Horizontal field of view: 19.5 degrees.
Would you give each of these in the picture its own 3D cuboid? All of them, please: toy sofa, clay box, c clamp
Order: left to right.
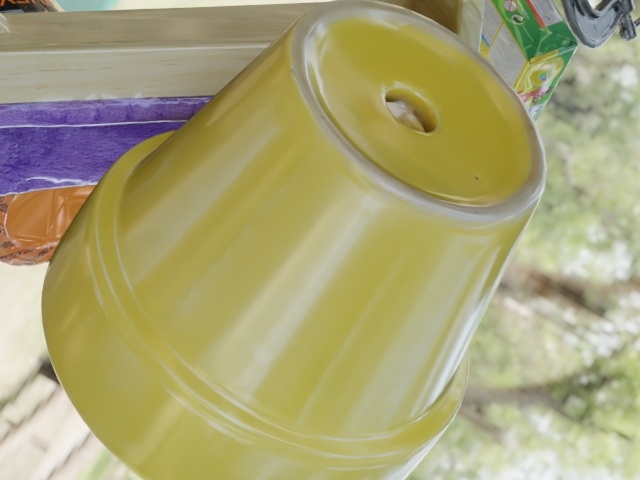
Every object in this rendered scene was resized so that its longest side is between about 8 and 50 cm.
[{"bbox_3d":[-0.083,-0.092,1.203,0.150,0.363,0.177,-121,-150,-62],"label":"toy sofa"},{"bbox_3d":[0.136,-0.151,1.551,0.053,0.127,0.222,-23,162,-17],"label":"clay box"},{"bbox_3d":[0.186,-0.203,1.290,0.022,0.160,0.137,-6,-151,36],"label":"c clamp"}]

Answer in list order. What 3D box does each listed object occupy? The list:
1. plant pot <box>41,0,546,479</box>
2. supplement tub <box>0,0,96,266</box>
[{"bbox_3d":[0.000,0.000,1.070,0.239,0.254,0.254,-53,-178,38],"label":"plant pot"},{"bbox_3d":[-0.292,-0.137,1.545,0.194,0.316,0.193,-31,152,-19],"label":"supplement tub"}]
